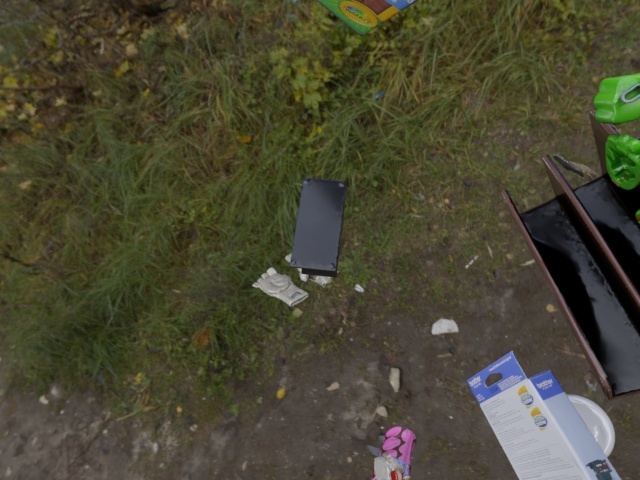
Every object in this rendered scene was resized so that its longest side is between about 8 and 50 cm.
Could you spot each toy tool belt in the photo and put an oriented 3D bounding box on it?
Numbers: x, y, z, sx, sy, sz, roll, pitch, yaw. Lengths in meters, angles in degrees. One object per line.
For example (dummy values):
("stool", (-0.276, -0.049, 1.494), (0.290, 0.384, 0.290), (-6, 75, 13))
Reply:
("toy tool belt", (0.135, 0.411, 0.754), (0.083, 0.051, 0.052), (149, 123, -64))

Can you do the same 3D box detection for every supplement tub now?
("supplement tub", (0.598, 0.440, 0.990), (0.145, 0.200, 0.144), (-10, 67, 26))

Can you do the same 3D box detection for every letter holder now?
("letter holder", (0.355, 0.017, 0.527), (0.152, 0.214, 0.301), (-28, 53, 24))

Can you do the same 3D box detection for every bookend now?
("bookend", (0.000, 0.000, 0.724), (0.073, 0.157, 0.156), (6, 68, 4))

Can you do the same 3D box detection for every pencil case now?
("pencil case", (0.196, 0.560, 1.072), (0.095, 0.209, 0.098), (29, 106, 10))

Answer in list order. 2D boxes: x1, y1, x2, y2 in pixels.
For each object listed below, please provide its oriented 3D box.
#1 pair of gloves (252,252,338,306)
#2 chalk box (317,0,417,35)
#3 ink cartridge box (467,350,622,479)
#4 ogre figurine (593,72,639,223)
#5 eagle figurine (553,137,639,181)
("pair of gloves", (-0.077, 0.123, 1.372), (0.204, 0.042, 0.240), (23, 40, 35))
("chalk box", (0.062, -0.416, 0.545), (0.289, 0.180, 0.179), (4, 72, 61))
("ink cartridge box", (0.393, 0.359, 0.734), (0.065, 0.185, 0.311), (-15, 59, -19))
("ogre figurine", (0.289, -0.061, 0.308), (0.118, 0.097, 0.197), (-38, 92, 10))
("eagle figurine", (0.874, -0.166, 1.267), (0.227, 0.298, 0.225), (-22, 12, 12))
